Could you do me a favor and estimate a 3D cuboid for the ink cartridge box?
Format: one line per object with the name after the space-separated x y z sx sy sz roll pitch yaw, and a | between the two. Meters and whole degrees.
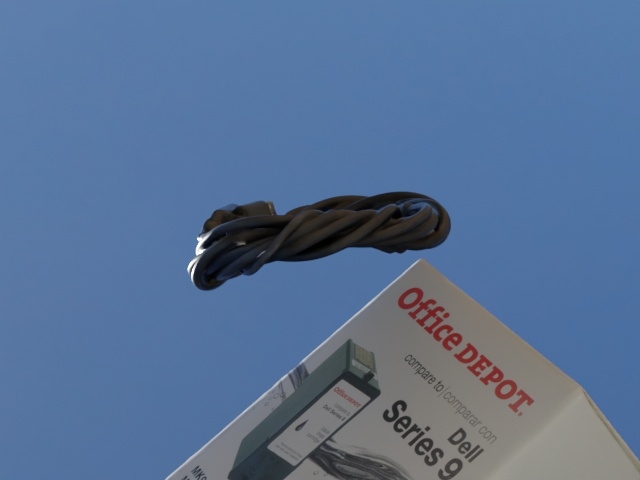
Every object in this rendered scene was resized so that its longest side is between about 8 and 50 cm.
0.029 0.173 1.078 0.121 0.289 0.211 52 174 -32 | ink cartridge box

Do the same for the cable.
0.000 0.000 1.054 0.150 0.047 0.184 -3 -176 10 | cable
